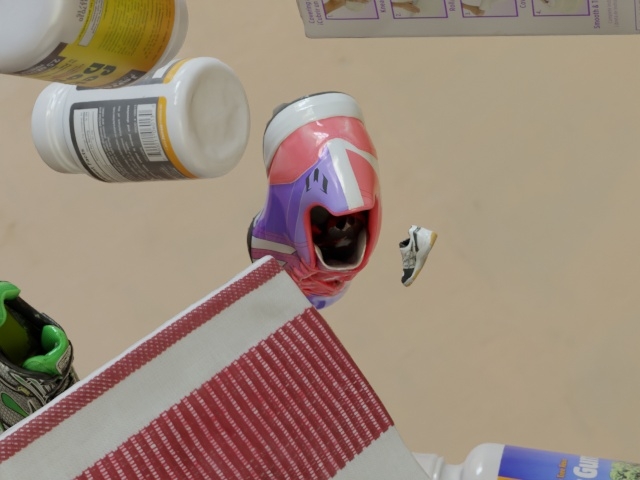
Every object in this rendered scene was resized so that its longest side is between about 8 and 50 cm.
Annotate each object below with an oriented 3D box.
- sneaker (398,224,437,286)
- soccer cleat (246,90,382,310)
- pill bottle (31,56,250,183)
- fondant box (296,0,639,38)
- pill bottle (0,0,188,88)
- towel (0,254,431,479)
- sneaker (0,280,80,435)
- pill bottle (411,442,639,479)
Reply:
[{"bbox_3d":[0.105,0.016,1.857,0.037,0.083,0.032,26,36,5],"label":"sneaker"},{"bbox_3d":[0.000,0.000,1.417,0.318,0.108,0.116,97,-23,-60],"label":"soccer cleat"},{"bbox_3d":[-0.245,-0.159,2.172,0.162,0.278,0.162,1,89,-54],"label":"pill bottle"},{"bbox_3d":[0.158,-0.266,1.196,0.096,0.330,0.238,72,24,-49],"label":"fondant box"},{"bbox_3d":[-0.181,-0.173,1.185,0.117,0.117,0.215,55,19,13],"label":"pill bottle"},{"bbox_3d":[-0.009,0.193,0.823,0.237,0.037,0.329,-34,91,-45],"label":"towel"},{"bbox_3d":[-0.362,0.184,2.038,0.343,0.146,0.134,54,44,-35],"label":"sneaker"},{"bbox_3d":[0.206,0.272,1.516,0.152,0.272,0.152,7,90,-81],"label":"pill bottle"}]
